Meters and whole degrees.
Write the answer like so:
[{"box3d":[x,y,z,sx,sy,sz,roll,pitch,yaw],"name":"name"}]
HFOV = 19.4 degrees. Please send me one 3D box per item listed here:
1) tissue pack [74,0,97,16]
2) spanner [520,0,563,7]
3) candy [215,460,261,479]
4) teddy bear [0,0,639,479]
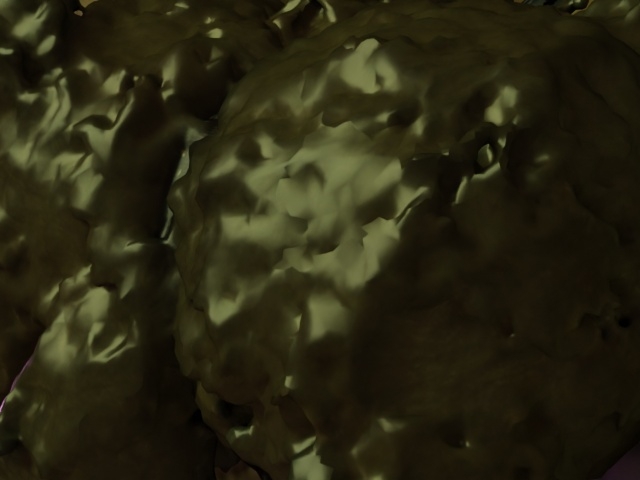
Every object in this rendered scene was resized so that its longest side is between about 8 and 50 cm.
[{"box3d":[-0.053,-0.068,0.876,0.186,0.090,0.222,-53,33,12],"name":"tissue pack"},{"box3d":[0.077,-0.084,0.757,0.302,0.017,0.071,-42,5,-23],"name":"spanner"},{"box3d":[-0.029,0.071,0.681,0.095,0.110,0.085,-39,7,-7],"name":"candy"},{"box3d":[0.000,0.000,0.539,0.256,0.156,0.267,14,64,37],"name":"teddy bear"}]
